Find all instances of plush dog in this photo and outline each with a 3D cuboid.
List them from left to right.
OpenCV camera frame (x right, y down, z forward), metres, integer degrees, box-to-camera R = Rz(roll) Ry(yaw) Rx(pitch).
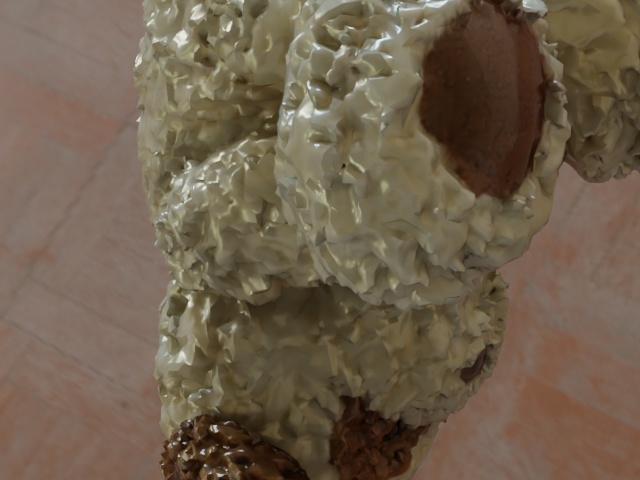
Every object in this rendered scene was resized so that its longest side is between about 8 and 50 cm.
[{"bbox_3d":[0.000,0.000,0.574,0.210,0.262,0.225,13,108,22],"label":"plush dog"}]
